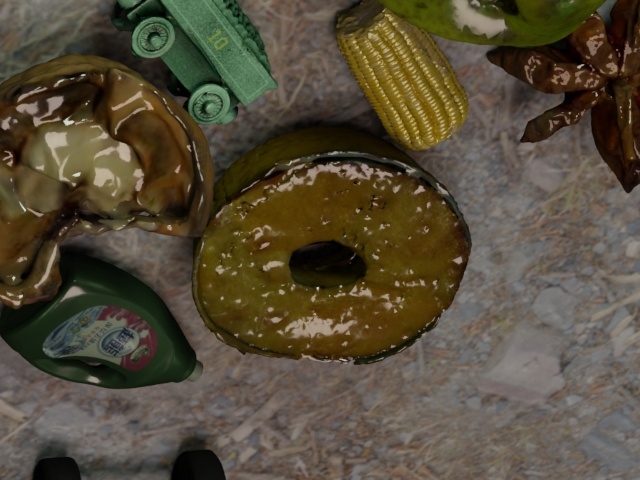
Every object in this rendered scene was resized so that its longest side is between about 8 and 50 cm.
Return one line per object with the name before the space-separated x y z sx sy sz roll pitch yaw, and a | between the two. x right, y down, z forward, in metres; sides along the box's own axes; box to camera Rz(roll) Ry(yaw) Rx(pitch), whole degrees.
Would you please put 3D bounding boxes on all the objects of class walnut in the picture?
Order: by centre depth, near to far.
walnut | -0.219 -0.071 1.534 0.238 0.141 0.204 -22 122 1

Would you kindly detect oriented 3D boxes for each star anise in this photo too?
star anise | 0.273 -0.161 1.671 0.212 0.111 0.196 43 81 -13

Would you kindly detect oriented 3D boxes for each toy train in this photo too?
toy train | -0.109 -0.174 1.538 0.099 0.070 0.172 -37 131 2

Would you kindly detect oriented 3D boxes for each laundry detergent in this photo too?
laundry detergent | -0.203 0.096 1.732 0.137 0.063 0.211 -40 133 19

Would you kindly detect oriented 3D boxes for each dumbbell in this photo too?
dumbbell | -0.200 0.273 1.853 0.191 0.100 0.100 -1 129 -20

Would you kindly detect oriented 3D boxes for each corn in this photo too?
corn | 0.074 -0.153 1.629 0.085 0.063 0.165 -16 135 25

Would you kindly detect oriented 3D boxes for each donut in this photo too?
donut | 0.000 0.000 1.706 0.272 0.107 0.272 -8 126 -11

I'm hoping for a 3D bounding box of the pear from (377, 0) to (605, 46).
pear | 0.144 -0.279 1.429 0.292 0.292 0.159 -5 139 -17
